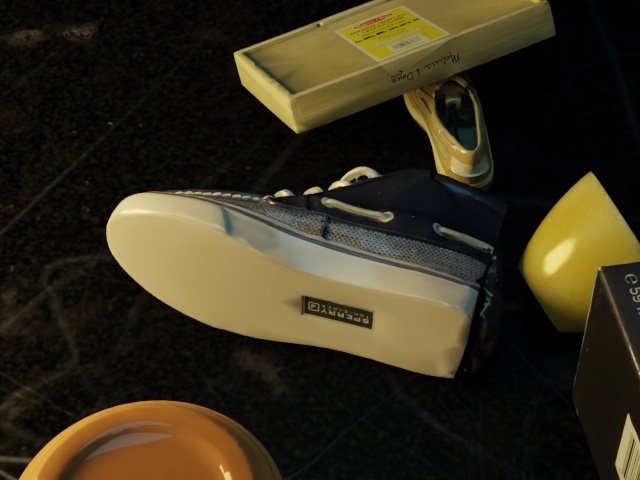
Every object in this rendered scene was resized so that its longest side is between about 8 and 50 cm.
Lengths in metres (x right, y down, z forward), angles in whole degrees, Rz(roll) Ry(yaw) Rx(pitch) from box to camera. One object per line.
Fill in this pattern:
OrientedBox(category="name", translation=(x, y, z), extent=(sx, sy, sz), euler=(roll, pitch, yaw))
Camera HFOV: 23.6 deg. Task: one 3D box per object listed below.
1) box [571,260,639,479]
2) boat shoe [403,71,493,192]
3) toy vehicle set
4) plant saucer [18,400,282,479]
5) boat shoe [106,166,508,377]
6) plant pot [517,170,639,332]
OrientedBox(category="box", translation=(0.372, 0.157, 1.117), extent=(0.294, 0.183, 0.296), euler=(-8, 50, -7))
OrientedBox(category="boat shoe", translation=(0.123, -0.131, 1.435), extent=(0.068, 0.072, 0.190), euler=(-14, 50, -8))
OrientedBox(category="toy vehicle set", translation=(0.067, -0.187, 1.456), extent=(0.266, 0.035, 0.166), euler=(-22, 28, -11))
OrientedBox(category="plant saucer", translation=(-0.121, 0.188, 1.055), extent=(0.199, 0.037, 0.200), euler=(-1, 47, 1))
OrientedBox(category="boat shoe", translation=(0.000, 0.000, 1.312), extent=(0.340, 0.127, 0.158), euler=(18, 46, 6))
OrientedBox(category="plant pot", translation=(0.223, 0.024, 1.279), extent=(0.095, 0.134, 0.134), euler=(-33, 52, 8))
